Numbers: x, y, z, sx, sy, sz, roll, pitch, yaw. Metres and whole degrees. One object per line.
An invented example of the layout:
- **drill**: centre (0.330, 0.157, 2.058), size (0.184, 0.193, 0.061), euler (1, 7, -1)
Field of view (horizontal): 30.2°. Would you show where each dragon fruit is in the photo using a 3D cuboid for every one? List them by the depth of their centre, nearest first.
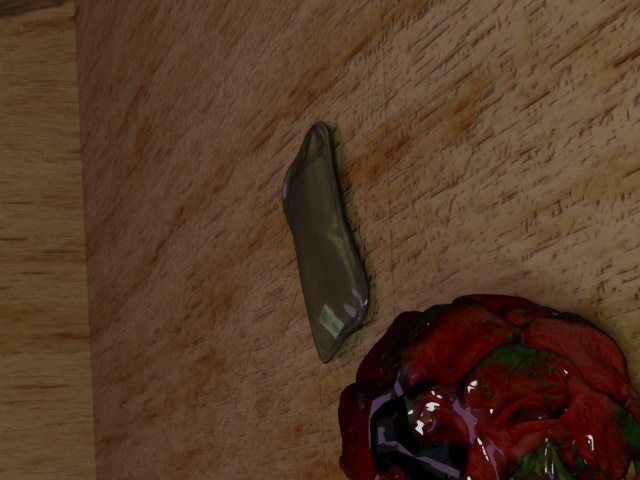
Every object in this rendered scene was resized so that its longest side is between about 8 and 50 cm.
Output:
- **dragon fruit**: centre (0.096, 0.113, 0.689), size (0.188, 0.182, 0.182), euler (125, 139, -54)

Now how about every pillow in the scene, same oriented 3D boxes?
- **pillow**: centre (0.001, 0.000, 1.118), size (0.130, 0.033, 0.217), euler (122, 142, -49)
